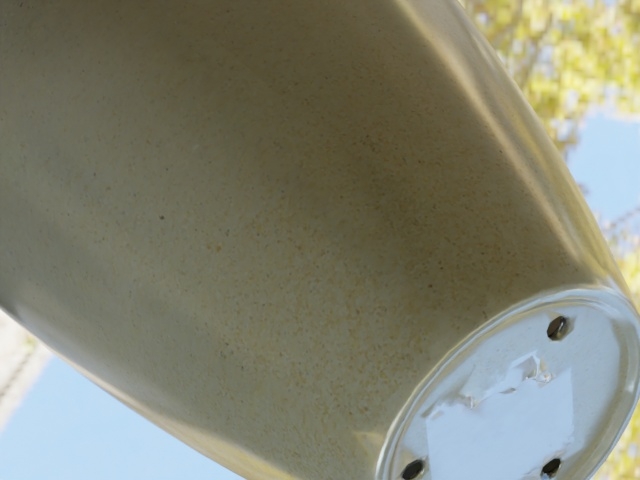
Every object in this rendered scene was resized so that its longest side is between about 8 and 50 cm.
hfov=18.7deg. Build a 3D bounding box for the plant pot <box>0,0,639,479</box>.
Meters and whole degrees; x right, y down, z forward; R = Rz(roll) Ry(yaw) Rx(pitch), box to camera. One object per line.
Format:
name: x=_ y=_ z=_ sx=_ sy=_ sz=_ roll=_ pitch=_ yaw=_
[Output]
plant pot: x=0.000 y=0.000 z=0.806 sx=0.256 sy=0.256 sz=0.274 roll=-29 pitch=-134 yaw=-18
